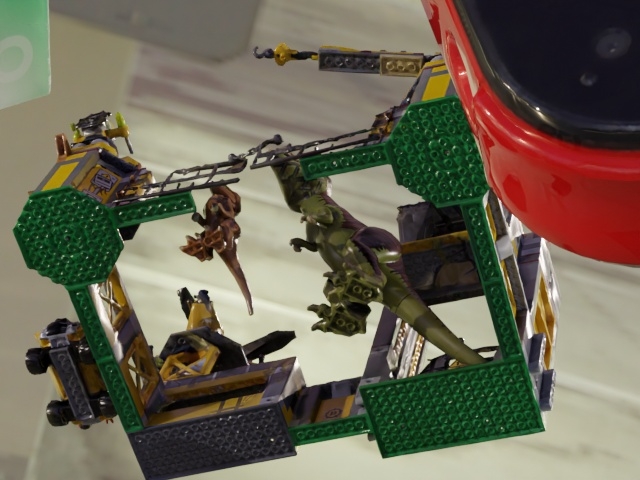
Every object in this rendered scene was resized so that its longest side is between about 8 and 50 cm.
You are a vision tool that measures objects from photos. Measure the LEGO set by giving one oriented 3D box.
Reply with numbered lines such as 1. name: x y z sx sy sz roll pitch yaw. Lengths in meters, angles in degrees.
1. LEGO set: 0.000 0.000 1.043 0.331 0.255 0.192 -20 20 19

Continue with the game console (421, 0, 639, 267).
1. game console: 0.175 -0.187 0.596 0.060 0.342 0.386 62 9 -49

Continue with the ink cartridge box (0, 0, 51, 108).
1. ink cartridge box: -0.270 -0.137 1.045 0.224 0.181 0.056 -23 52 -26
